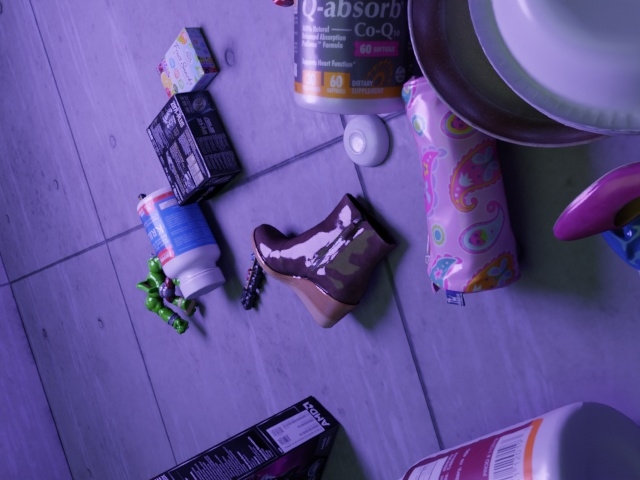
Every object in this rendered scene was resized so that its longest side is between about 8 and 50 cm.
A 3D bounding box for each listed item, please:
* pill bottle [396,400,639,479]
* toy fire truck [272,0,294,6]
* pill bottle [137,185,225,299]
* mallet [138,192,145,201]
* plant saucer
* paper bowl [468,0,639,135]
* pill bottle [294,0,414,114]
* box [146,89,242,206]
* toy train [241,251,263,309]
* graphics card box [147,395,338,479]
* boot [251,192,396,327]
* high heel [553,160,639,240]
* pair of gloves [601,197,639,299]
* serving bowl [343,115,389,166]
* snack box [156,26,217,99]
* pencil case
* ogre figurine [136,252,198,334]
[{"bbox_3d":[0.232,0.370,0.807,0.392,0.224,0.224,-44,71,46],"label":"pill bottle"},{"bbox_3d":[-0.054,-0.471,0.943,0.135,0.047,0.191,-27,84,47],"label":"toy fire truck"},{"bbox_3d":[-0.284,0.005,1.307,0.124,0.124,0.221,-37,76,47],"label":"pill bottle"},{"bbox_3d":[-0.392,-0.025,1.484,0.189,0.039,0.062,55,133,24],"label":"mallet"},{"bbox_3d":[0.244,-0.250,0.635,0.311,0.050,0.310,4,99,25],"label":"plant saucer"},{"bbox_3d":[0.266,-0.231,0.521,0.285,0.148,0.283,4,99,26],"label":"paper bowl"},{"bbox_3d":[0.045,-0.311,0.809,0.162,0.162,0.278,19,118,42],"label":"pill bottle"},{"bbox_3d":[-0.253,-0.181,1.240,0.147,0.078,0.180,-33,80,48],"label":"box"},{"bbox_3d":[-0.133,0.074,1.244,0.036,0.027,0.158,52,137,36],"label":"toy train"},{"bbox_3d":[-0.147,0.453,1.136,0.094,0.371,0.232,38,128,33],"label":"graphics card box"},{"bbox_3d":[0.000,0.000,1.051,0.248,0.090,0.206,47,121,27],"label":"boot"},{"bbox_3d":[0.352,-0.032,0.607,0.244,0.082,0.117,-35,65,32],"label":"high heel"},{"bbox_3d":[0.390,-0.010,0.650,0.198,0.023,0.159,-13,93,48],"label":"pair of gloves"},{"bbox_3d":[0.064,-0.150,0.947,0.083,0.027,0.083,20,119,41],"label":"serving bowl"},{"bbox_3d":[-0.264,-0.334,1.226,0.141,0.037,0.100,-31,82,48],"label":"snack box"},{"bbox_3d":[0.175,-0.071,0.785,0.124,0.124,0.283,3,107,47],"label":"pencil case"},{"bbox_3d":[-0.344,0.103,1.420,0.118,0.097,0.196,15,128,19],"label":"ogre figurine"}]
